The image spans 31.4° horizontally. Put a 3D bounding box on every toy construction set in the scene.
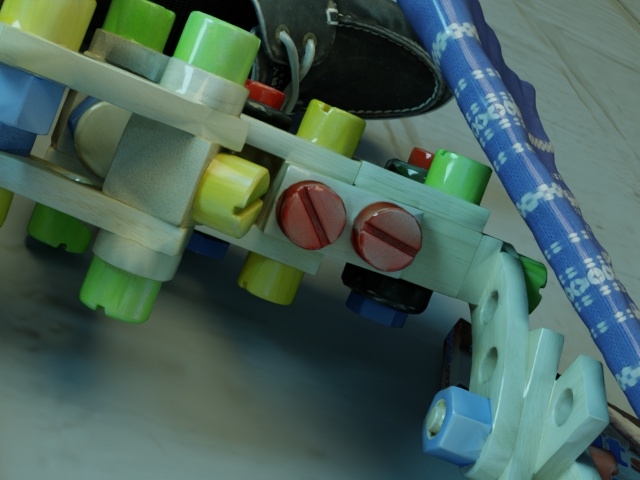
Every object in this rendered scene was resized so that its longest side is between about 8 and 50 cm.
[{"bbox_3d":[0.000,0.000,0.503,0.327,0.151,0.215,36,1,-13],"label":"toy construction set"}]

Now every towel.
[{"bbox_3d":[0.141,0.037,0.517,0.336,0.040,0.243,63,11,16],"label":"towel"}]

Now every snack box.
[{"bbox_3d":[0.146,0.108,0.625,0.178,0.022,0.064,30,29,-8],"label":"snack box"}]

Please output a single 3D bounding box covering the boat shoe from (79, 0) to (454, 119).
[{"bbox_3d":[-0.051,-0.121,0.712,0.335,0.121,0.119,9,42,-20],"label":"boat shoe"}]

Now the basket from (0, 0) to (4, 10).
[{"bbox_3d":[-0.253,-0.193,0.452,0.223,0.213,0.299,39,23,5],"label":"basket"}]
